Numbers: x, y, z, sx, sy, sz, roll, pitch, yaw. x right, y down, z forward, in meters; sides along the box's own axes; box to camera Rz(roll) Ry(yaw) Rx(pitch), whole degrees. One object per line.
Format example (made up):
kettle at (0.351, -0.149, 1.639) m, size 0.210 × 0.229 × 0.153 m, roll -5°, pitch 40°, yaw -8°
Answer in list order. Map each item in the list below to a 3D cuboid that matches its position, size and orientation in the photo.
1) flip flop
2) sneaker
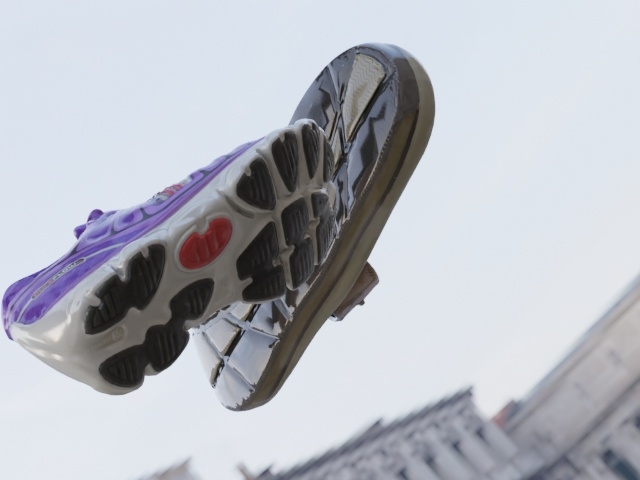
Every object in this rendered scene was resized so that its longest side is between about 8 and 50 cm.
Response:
flip flop at (0.000, 0.000, 0.973) m, size 0.080 × 0.112 × 0.277 m, roll 0°, pitch -42°, yaw -36°
sneaker at (-0.057, -0.004, 0.683) m, size 0.170 × 0.071 × 0.068 m, roll -31°, pitch -55°, yaw -41°
